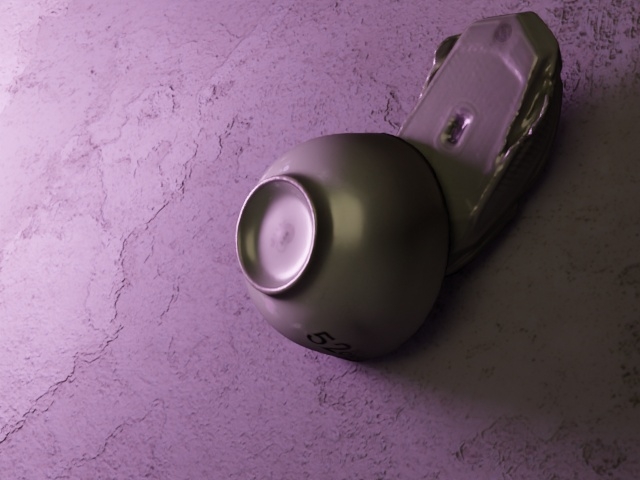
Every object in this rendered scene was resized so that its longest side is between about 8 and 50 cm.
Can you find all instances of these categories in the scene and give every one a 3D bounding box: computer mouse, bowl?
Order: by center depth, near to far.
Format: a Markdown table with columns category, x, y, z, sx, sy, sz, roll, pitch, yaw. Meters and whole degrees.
| category | x | y | z | sx | sy | sz | roll | pitch | yaw |
| --- | --- | --- | --- | --- | --- | --- | --- | --- | --- |
| bowl | 0.000 | 0.000 | 1.906 | 0.354 | 0.185 | 0.353 | -8 | 79 | 45 |
| computer mouse | 0.231 | -0.139 | 1.945 | 0.228 | 0.145 | 0.429 | 36 | 102 | 36 |
